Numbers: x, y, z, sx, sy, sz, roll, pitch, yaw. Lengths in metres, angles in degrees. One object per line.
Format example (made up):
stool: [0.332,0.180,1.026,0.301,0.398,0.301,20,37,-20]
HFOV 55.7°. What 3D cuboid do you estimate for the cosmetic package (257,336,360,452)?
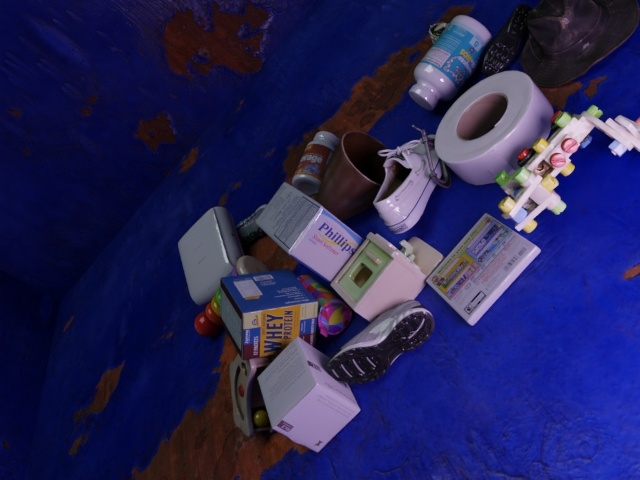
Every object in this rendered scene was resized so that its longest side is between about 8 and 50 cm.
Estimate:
cosmetic package: [-0.032,0.359,1.420,0.151,0.151,0.184,-47,31,9]

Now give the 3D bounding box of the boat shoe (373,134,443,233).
boat shoe: [0.221,-0.194,1.606,0.135,0.156,0.367,-16,34,46]

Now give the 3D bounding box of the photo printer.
photo printer: [-0.392,0.069,2.201,0.256,0.107,0.308,-40,55,28]

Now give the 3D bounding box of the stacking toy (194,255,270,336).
stacking toy: [-0.304,0.206,2.006,0.330,0.141,0.141,-47,30,22]

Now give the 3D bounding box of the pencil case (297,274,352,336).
pencil case: [-0.007,0.172,1.639,0.104,0.104,0.236,-53,27,-1]

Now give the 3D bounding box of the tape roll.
tape roll: [0.426,-0.279,1.507,0.286,0.100,0.286,-35,34,28]

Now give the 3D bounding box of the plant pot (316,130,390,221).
plant pot: [0.090,-0.165,1.784,0.230,0.215,0.215,-48,27,38]

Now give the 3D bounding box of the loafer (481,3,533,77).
loafer: [0.524,-0.554,1.704,0.223,0.076,0.078,-60,-6,1]

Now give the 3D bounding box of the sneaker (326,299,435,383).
sneaker: [0.134,0.231,1.382,0.271,0.100,0.108,-34,20,8]

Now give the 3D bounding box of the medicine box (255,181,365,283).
medicine box: [0.000,0.000,1.644,0.149,0.263,0.289,-53,29,1]

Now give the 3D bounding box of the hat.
hat: [0.609,-0.548,1.505,0.331,0.134,0.331,-34,34,28]

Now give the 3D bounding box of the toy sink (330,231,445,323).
toy sink: [0.159,0.074,1.475,0.234,0.131,0.153,-51,30,3]

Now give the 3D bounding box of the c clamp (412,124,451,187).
c clamp: [0.289,-0.211,1.562,0.022,0.137,0.161,-23,74,38]

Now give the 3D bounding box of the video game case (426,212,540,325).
video game case: [0.350,0.058,1.332,0.212,0.023,0.193,-50,30,7]

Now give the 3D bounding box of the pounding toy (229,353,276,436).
pounding toy: [-0.141,0.361,1.583,0.154,0.154,0.270,-23,71,57]

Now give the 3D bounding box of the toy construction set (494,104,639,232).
toy construction set: [0.496,-0.164,1.234,0.327,0.151,0.215,-35,9,15]

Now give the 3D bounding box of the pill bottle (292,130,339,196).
pill bottle: [-0.009,-0.265,2.082,0.121,0.121,0.216,-14,48,48]

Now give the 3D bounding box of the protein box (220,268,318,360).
protein box: [-0.139,0.185,1.577,0.201,0.199,0.136,-137,45,-56]

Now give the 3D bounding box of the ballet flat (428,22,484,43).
ballet flat: [0.427,-0.664,1.939,0.091,0.077,0.241,-56,30,-7]

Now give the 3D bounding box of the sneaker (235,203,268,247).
sneaker: [-0.251,-0.035,2.225,0.224,0.083,0.098,-45,35,12]

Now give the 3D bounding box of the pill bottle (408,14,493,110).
pill bottle: [0.375,-0.515,1.784,0.264,0.146,0.146,-53,29,2]

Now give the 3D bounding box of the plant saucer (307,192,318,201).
plant saucer: [-0.043,-0.068,2.008,0.198,0.036,0.199,-34,35,28]
